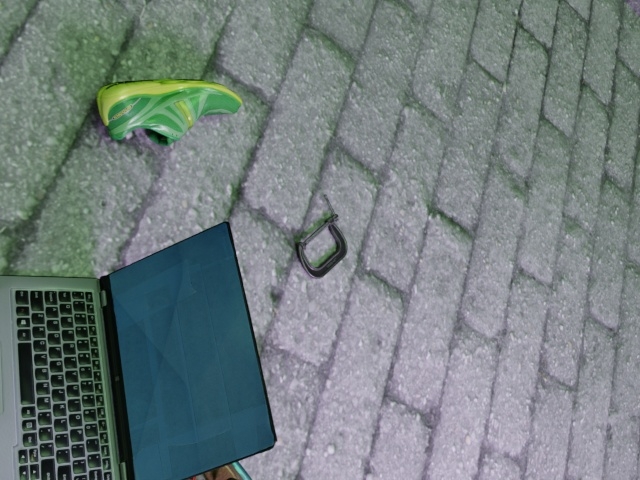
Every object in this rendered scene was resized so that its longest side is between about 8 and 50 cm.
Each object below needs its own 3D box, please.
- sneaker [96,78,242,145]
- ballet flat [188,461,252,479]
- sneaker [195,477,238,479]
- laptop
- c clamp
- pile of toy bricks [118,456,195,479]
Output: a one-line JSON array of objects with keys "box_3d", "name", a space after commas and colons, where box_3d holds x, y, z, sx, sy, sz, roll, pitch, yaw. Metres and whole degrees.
[{"box_3d": [-0.286, -0.246, 1.316, 0.295, 0.109, 0.124, -13, 110, -39], "name": "sneaker"}, {"box_3d": [-0.228, 0.363, 1.206, 0.124, 0.116, 0.343, -32, 99, -16], "name": "ballet flat"}, {"box_3d": [-0.228, 0.467, 1.119, 0.098, 0.276, 0.135, 58, 15, -19], "name": "sneaker"}, {"box_3d": [-0.331, 0.174, 1.018, 0.407, 0.236, 0.382, 5, 56, -35], "name": "laptop"}, {"box_3d": [0.000, 0.000, 1.505, 0.161, 0.022, 0.137, -48, 113, -35], "name": "c clamp"}, {"box_3d": [-0.294, 0.371, 1.117, 0.105, 0.212, 0.118, 69, 38, -65], "name": "pile of toy bricks"}]
